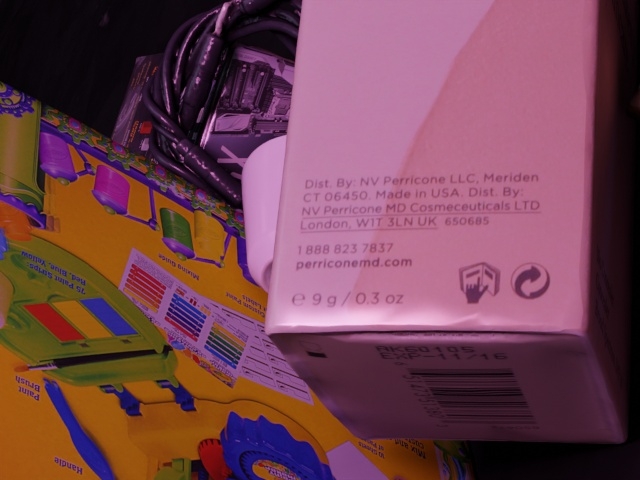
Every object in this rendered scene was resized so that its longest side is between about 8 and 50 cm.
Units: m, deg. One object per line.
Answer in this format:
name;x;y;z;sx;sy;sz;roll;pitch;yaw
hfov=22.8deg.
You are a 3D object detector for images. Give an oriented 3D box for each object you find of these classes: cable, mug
cable;-0.044;-0.074;1.014;0.150;0.047;0.184;-15;74;20
mug;-0.001;-0.003;0.725;0.064;0.078;0.062;-85;20;-45

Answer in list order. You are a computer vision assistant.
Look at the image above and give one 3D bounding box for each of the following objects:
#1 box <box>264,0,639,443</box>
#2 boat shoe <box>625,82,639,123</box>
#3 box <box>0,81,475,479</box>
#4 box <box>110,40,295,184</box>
box;0.067;-0.082;0.671;0.148;0.121;0.311;53;-141;-63
boat shoe;0.181;-0.069;0.548;0.223;0.080;0.073;-174;97;-72
box;-0.085;0.127;0.692;0.177;0.290;0.279;-43;33;27
box;-0.118;0.013;1.172;0.242;0.076;0.307;7;79;67
